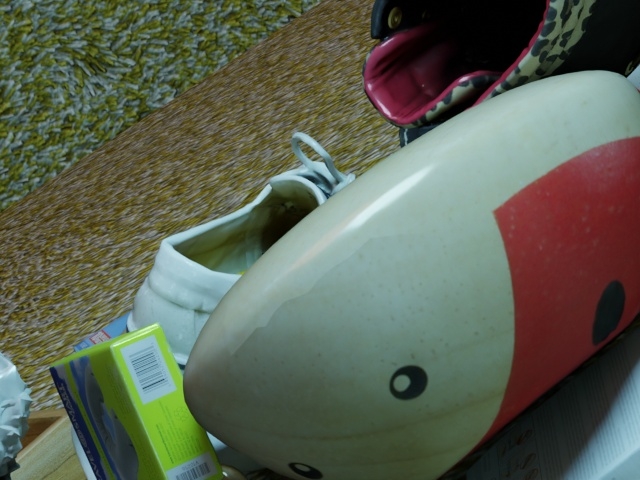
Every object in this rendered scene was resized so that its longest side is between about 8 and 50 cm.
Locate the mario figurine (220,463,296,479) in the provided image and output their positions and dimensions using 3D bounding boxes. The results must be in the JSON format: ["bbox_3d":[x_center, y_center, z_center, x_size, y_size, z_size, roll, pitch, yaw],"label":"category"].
[{"bbox_3d":[-0.088,0.205,1.014,0.198,0.170,0.320,-61,-7,26],"label":"mario figurine"}]

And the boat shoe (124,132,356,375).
[{"bbox_3d":[-0.008,-0.004,1.245,0.136,0.156,0.367,30,28,28],"label":"boat shoe"}]

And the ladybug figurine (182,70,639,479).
[{"bbox_3d":[0.100,0.033,1.060,0.449,0.162,0.305,-28,-15,-51],"label":"ladybug figurine"}]

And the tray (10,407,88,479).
[{"bbox_3d":[-0.393,0.258,1.580,0.411,0.076,0.203,-9,25,49],"label":"tray"}]

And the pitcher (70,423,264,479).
[{"bbox_3d":[-0.061,0.124,1.262,0.178,0.125,0.207,-12,8,45],"label":"pitcher"}]

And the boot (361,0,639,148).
[{"bbox_3d":[0.133,-0.138,1.237,0.284,0.138,0.377,-19,-11,-48],"label":"boot"}]

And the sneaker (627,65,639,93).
[{"bbox_3d":[0.269,-0.083,1.427,0.145,0.090,0.270,-12,28,46],"label":"sneaker"}]

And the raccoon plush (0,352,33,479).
[{"bbox_3d":[-0.228,0.205,1.087,0.446,0.216,0.299,-49,7,27],"label":"raccoon plush"}]

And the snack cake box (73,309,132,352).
[{"bbox_3d":[-0.118,0.115,1.499,0.152,0.089,0.264,-35,17,-12],"label":"snack cake box"}]

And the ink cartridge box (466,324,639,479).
[{"bbox_3d":[0.172,0.139,1.045,0.179,0.045,0.145,-45,12,17],"label":"ink cartridge box"}]

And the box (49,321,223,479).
[{"bbox_3d":[-0.128,0.119,1.093,0.042,0.109,0.178,-23,0,-25],"label":"box"}]
